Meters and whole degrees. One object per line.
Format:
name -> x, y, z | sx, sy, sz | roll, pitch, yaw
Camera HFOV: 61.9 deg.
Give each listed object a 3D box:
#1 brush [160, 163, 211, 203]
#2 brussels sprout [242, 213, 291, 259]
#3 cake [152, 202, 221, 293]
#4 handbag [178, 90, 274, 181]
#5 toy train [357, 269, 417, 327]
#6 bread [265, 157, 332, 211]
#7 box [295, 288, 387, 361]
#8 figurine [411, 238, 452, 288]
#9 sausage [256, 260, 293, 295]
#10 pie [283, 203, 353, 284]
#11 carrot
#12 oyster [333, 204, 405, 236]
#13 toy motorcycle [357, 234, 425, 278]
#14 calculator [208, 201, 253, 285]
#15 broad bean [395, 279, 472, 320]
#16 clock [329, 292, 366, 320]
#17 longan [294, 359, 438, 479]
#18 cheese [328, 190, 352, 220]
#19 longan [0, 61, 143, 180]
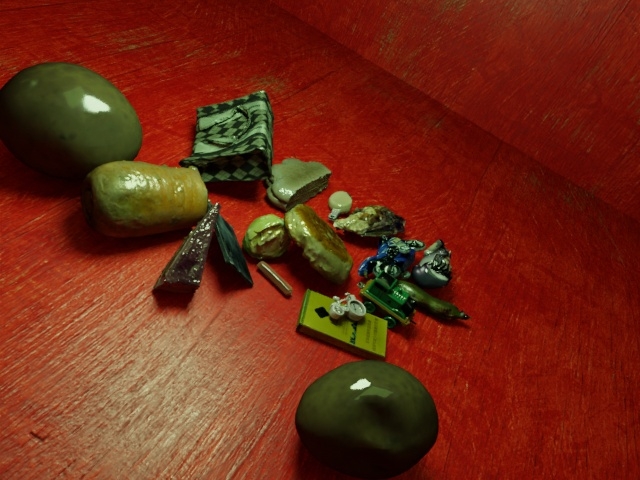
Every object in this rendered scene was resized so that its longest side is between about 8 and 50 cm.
brush -> -0.470, -0.183, 1.812 | 0.248, 0.036, 0.043 | 36, 34, 21
brussels sprout -> -0.177, -0.018, 1.711 | 0.151, 0.149, 0.122 | 12, 20, -44
cake -> -0.349, 0.027, 1.510 | 0.112, 0.116, 0.295 | 31, 64, -21
handbag -> -0.330, -0.366, 1.918 | 0.316, 0.180, 0.416 | -9, 41, 3
toy train -> 0.221, 0.188, 1.713 | 0.227, 0.136, 0.091 | 34, 38, 12
bread -> -0.101, -0.233, 2.034 | 0.183, 0.102, 0.337 | 37, 38, 12
box -> 0.070, 0.257, 1.620 | 0.278, 0.041, 0.153 | 22, 38, -6
figurine -> 0.407, 0.096, 1.935 | 0.145, 0.145, 0.222 | 27, 31, 0
sausage -> -0.140, 0.119, 1.659 | 0.030, 0.035, 0.147 | -42, 73, -17
pie -> 0.000, 0.000, 1.746 | 0.315, 0.092, 0.315 | 47, 15, -17
carrot -> -0.508, -0.120, 1.561 | 0.340, 0.224, 0.224 | -5, 48, -40
oyster -> 0.191, -0.081, 2.009 | 0.275, 0.101, 0.271 | 4, 17, 4
toy motorcycle -> 0.245, 0.057, 1.882 | 0.168, 0.113, 0.315 | 14, 30, 30
calculator -> -0.276, 0.013, 1.630 | 0.262, 0.021, 0.161 | 63, 5, 38
broad bean -> 0.363, 0.209, 1.834 | 0.339, 0.061, 0.077 | 27, 30, -1
clock -> 0.077, 0.204, 1.621 | 0.129, 0.041, 0.087 | 1, 47, -39
longan -> 0.112, 0.418, 1.273 | 0.349, 0.288, 0.288 | 5, 42, -17
cheese -> 0.076, -0.128, 2.049 | 0.092, 0.048, 0.171 | 1, 39, 0
longan -> -0.739, -0.348, 1.581 | 0.404, 0.336, 0.404 | 15, 0, 0
